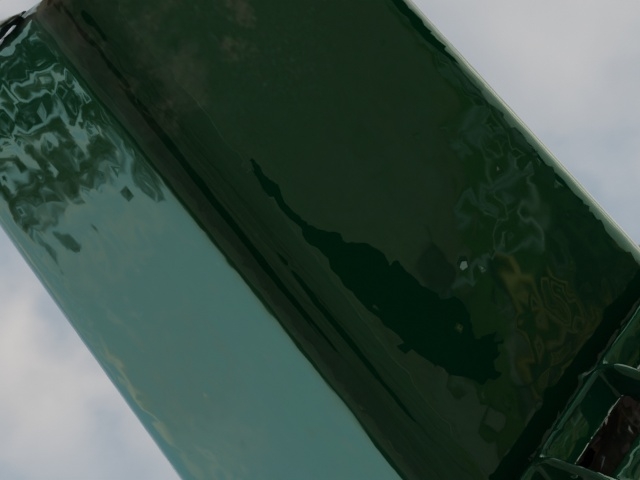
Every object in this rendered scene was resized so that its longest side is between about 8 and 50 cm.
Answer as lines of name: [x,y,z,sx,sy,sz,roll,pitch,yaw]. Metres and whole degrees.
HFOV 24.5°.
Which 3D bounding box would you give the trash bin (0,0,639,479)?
trash bin: [0.000,0.000,0.776,0.381,0.295,0.259,50,-127,-11]
